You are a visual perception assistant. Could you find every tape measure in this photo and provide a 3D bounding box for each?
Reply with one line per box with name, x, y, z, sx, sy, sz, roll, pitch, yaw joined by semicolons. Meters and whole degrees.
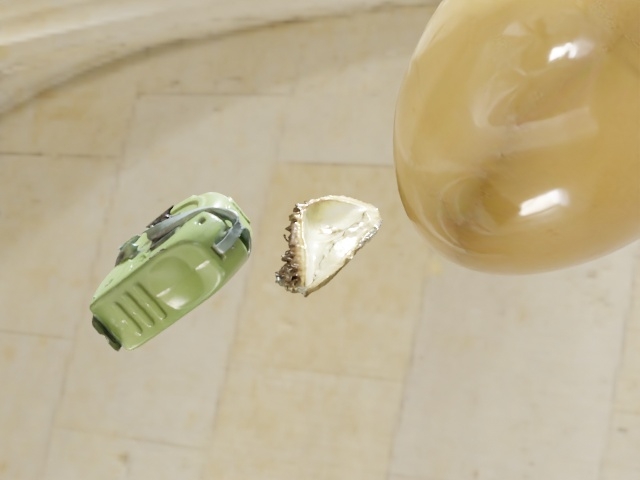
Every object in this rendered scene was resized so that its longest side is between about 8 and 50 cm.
tape measure;-0.141;0.016;1.570;0.087;0.177;0.154;53;-164;-16

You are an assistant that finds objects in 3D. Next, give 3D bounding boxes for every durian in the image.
durian;0.002;0.009;1.169;0.130;0.066;0.052;-50;-29;-49

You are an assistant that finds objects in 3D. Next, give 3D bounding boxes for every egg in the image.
egg;0.148;-0.081;0.981;0.244;0.201;0.201;-50;-22;24
